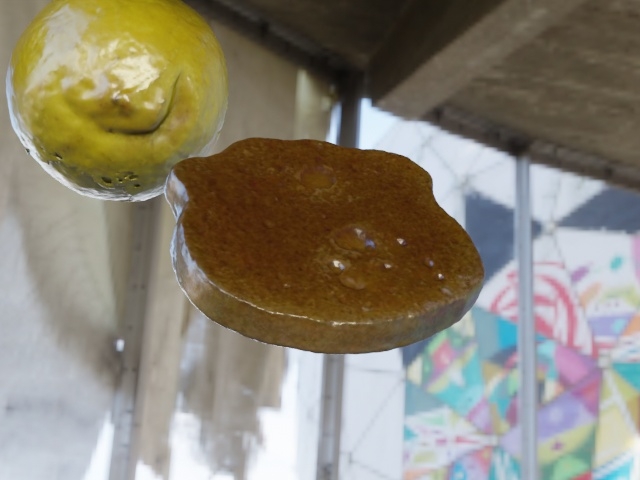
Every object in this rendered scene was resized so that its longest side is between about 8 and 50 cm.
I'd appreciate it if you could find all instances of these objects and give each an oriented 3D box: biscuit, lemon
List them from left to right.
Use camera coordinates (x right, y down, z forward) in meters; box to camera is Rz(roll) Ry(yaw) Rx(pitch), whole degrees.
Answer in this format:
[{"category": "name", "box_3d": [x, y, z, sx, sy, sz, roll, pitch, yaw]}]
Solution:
[{"category": "lemon", "box_3d": [-0.253, -0.187, 1.684, 0.297, 0.297, 0.297, 3, -20, 1]}, {"category": "biscuit", "box_3d": [-0.001, 0.001, 1.152, 0.272, 0.257, 0.049, 0, -50, -25]}]
